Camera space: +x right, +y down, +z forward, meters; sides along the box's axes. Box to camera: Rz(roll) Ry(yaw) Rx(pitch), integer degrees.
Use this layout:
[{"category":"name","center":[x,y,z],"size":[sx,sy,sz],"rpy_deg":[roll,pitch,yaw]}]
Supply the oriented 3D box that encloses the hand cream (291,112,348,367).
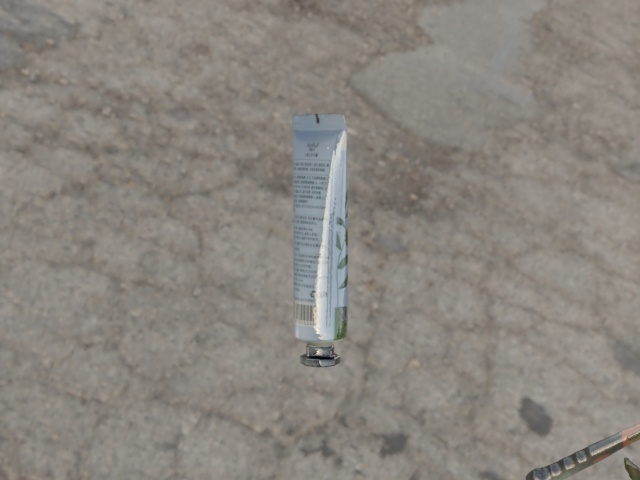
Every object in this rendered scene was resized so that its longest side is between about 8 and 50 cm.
[{"category":"hand cream","center":[0.000,0.000,1.240],"size":[0.058,0.271,0.091],"rpy_deg":[-4,6,-36]}]

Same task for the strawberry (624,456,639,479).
[{"category":"strawberry","center":[0.306,0.171,0.722],"size":[0.236,0.175,0.106],"rpy_deg":[35,41,-15]}]

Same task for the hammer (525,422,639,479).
[{"category":"hammer","center":[0.408,0.273,1.577],"size":[0.111,0.288,0.033],"rpy_deg":[45,22,-41]}]
